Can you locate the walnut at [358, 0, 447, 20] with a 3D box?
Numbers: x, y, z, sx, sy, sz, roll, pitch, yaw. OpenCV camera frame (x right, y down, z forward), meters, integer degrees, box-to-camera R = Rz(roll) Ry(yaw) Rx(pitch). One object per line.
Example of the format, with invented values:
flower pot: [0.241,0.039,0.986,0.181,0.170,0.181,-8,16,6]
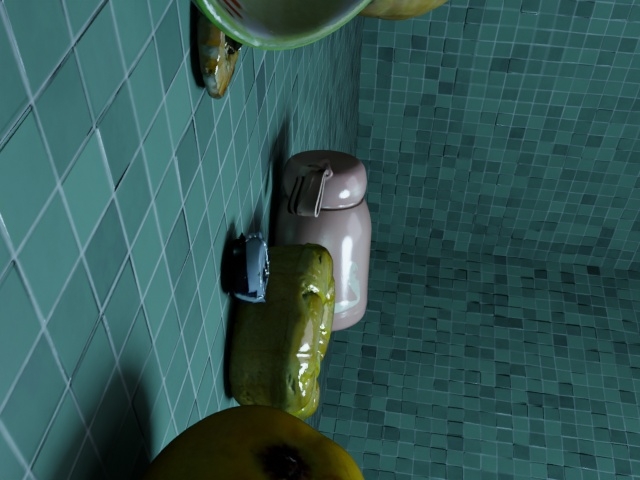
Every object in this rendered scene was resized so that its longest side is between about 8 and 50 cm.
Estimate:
walnut: [0.068,-0.426,0.886,0.333,0.332,0.333,7,90,-84]

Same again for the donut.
donut: [-0.052,0.124,1.063,0.209,0.128,0.262,85,12,-57]

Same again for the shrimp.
shrimp: [-0.090,-0.242,0.724,0.148,0.035,0.195,-67,167,-66]

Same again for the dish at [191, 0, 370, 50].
dish: [-0.025,-0.323,0.564,0.324,0.124,0.324,-41,154,-25]

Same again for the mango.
mango: [-0.081,0.329,0.603,0.264,0.221,0.378,-48,153,-87]

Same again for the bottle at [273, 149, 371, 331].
bottle: [0.000,0.000,1.242,0.206,0.173,0.297,-48,146,-61]

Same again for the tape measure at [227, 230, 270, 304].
tape measure: [-0.092,0.039,0.941,0.094,0.054,0.091,89,3,-65]
